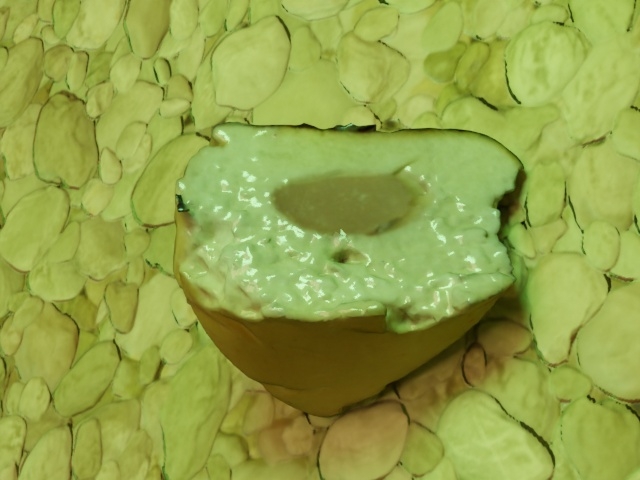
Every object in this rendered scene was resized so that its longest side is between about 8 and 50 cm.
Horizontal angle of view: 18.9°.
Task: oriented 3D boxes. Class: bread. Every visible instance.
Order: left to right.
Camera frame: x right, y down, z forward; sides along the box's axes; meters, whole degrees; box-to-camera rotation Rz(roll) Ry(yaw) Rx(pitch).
[{"bbox_3d":[0.004,-0.006,1.424,0.224,0.211,0.183,-27,49,38],"label":"bread"}]
